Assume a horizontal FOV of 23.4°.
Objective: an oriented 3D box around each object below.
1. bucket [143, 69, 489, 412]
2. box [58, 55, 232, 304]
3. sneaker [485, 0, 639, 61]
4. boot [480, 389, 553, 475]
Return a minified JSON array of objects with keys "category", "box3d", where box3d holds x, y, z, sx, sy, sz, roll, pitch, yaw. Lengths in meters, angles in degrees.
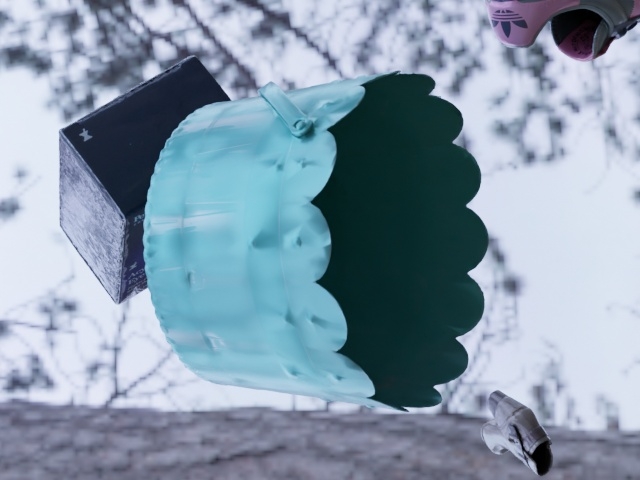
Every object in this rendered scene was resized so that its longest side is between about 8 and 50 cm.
[{"category":"bucket","box3d":[0.000,0.000,1.253,0.281,0.183,0.281,0,-90,-59]},{"category":"box","box3d":[-0.157,-0.053,1.460,0.153,0.207,0.108,-32,-106,-20]},{"category":"sneaker","box3d":[0.250,-0.219,1.345,0.319,0.112,0.131,-1,-81,-41]},{"category":"boot","box3d":[0.205,0.209,1.591,0.042,0.087,0.118,-32,-39,-13]}]
